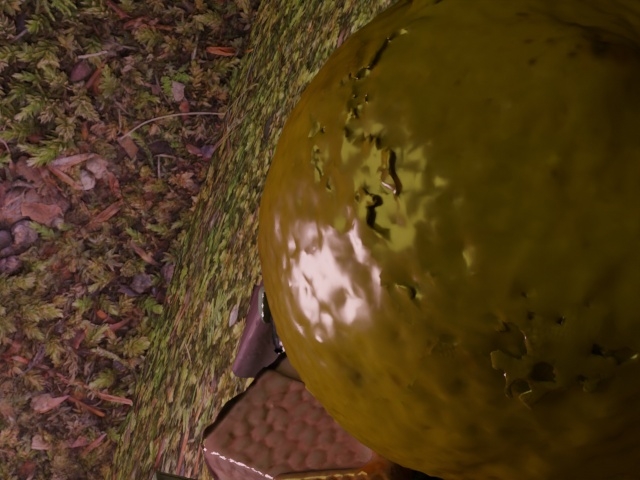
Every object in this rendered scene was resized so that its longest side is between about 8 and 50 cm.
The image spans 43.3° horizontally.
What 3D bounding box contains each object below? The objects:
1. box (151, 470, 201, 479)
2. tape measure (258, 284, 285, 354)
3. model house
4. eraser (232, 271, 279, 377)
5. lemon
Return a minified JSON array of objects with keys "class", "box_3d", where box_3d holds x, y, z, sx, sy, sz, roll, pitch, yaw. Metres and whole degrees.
[{"class":"box","box_3d":[-0.114,0.387,1.035,0.086,0.225,0.129,-69,19,9]},{"class":"tape measure","box_3d":[0.070,-0.021,0.776,0.125,0.243,0.246,6,97,55]},{"class":"model house","box_3d":[0.055,0.221,0.828,0.237,0.202,0.237,8,41,48]},{"class":"eraser","box_3d":[0.000,0.000,1.134,0.272,0.122,0.359,-82,13,-57]},{"class":"lemon","box_3d":[0.133,0.003,0.552,0.387,0.349,0.350,96,180,-58]}]
